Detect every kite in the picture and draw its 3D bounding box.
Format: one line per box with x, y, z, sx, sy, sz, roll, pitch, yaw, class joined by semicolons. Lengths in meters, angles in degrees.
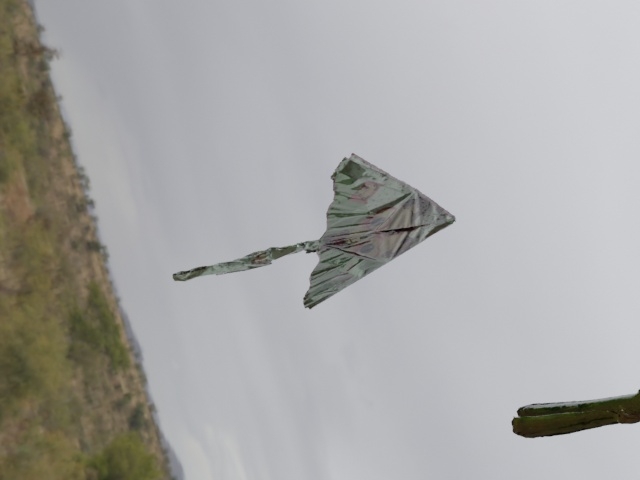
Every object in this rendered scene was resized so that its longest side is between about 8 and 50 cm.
0.000;0.001;0.666;0.229;0.250;0.012;100;-27;-55;kite

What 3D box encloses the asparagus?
0.176;0.074;0.377;0.233;0.023;0.022;-31;-128;54;asparagus
